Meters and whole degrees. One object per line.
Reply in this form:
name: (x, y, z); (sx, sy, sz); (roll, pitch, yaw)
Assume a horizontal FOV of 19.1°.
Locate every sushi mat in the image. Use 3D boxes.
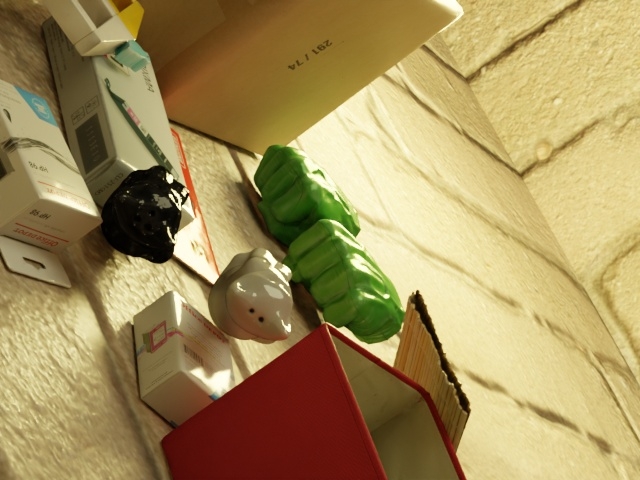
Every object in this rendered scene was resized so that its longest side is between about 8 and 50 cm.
sushi mat: (0.086, 0.208, 1.863); (0.316, 0.019, 0.151); (103, -28, -45)

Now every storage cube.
storage cube: (0.005, 0.223, 1.669); (0.184, 0.193, 0.215); (36, 24, -47)

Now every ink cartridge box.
ink cartridge box: (-0.181, -0.101, 2.026); (0.239, 0.060, 0.275); (38, 23, -42)
ink cartridge box: (-0.124, 0.118, 1.763); (0.088, 0.052, 0.122); (44, 20, -32)
ink cartridge box: (-0.262, -0.053, 1.701); (0.104, 0.060, 0.180); (23, 35, -62)

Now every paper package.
paper package: (-0.040, -0.275, 2.287); (0.168, 0.325, 0.309); (61, 18, 22)

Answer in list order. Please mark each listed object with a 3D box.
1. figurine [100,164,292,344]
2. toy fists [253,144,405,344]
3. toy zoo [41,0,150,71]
figurine: (-0.109, 0.019, 1.768); (0.215, 0.092, 0.209); (39, -1, -4)
toy fists: (0.000, 0.000, 2.274); (0.142, 0.096, 0.279); (50, 12, -53)
toy zoo: (-0.274, -0.299, 1.989); (0.293, 0.030, 0.192); (55, 16, -9)
